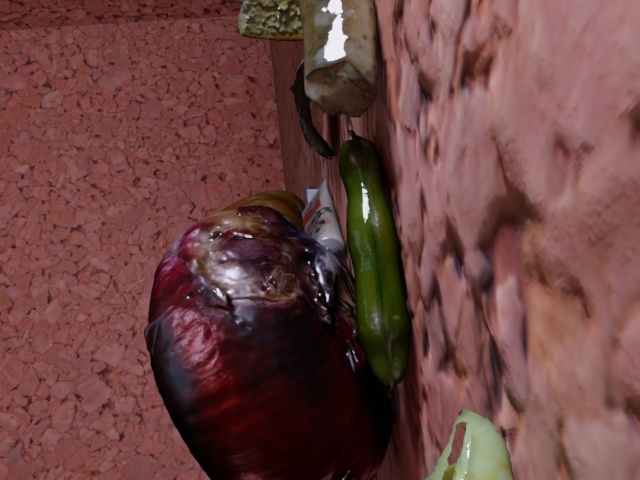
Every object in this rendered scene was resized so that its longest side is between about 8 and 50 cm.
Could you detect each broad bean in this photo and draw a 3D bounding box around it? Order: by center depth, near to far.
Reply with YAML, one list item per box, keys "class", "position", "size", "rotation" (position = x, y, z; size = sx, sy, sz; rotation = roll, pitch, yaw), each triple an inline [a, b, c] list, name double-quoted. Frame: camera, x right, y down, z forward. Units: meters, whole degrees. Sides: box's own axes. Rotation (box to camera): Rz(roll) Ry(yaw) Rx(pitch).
- class: "broad bean"
  position: [0.045, 0.003, 0.525]
  size: [0.065, 0.046, 0.255]
  rotation: [79, -176, -67]

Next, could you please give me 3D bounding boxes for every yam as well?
- class: "yam"
  position: [0.007, -0.254, 0.554]
  size: [0.067, 0.071, 0.318]
  rotation: [21, -125, -45]

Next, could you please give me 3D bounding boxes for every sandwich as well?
- class: "sandwich"
  position: [-0.072, -0.432, 0.966]
  size: [0.122, 0.128, 0.236]
  rotation: [101, 164, -45]

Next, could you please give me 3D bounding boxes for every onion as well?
- class: "onion"
  position: [-0.054, 0.120, 0.593]
  size: [0.314, 0.232, 0.314]
  rotation: [59, -172, -14]

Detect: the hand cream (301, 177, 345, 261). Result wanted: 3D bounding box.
- class: "hand cream"
  position: [0.002, -0.026, 0.958]
  size: [0.080, 0.050, 0.234]
  rotation: [-55, 21, 19]

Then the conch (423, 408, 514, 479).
- class: "conch"
  position: [0.043, 0.219, 0.252]
  size: [0.251, 0.137, 0.144]
  rotation: [-101, 7, -48]

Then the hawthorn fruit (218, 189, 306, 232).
- class: "hawthorn fruit"
  position: [-0.141, 0.044, 1.231]
  size: [0.268, 0.300, 0.268]
  rotation: [61, -170, -18]

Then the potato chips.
- class: "potato chips"
  position: [-0.007, -0.209, 0.853]
  size: [0.228, 0.059, 0.167]
  rotation: [90, -178, -46]

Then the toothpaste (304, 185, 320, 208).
- class: "toothpaste"
  position: [0.000, 0.000, 1.076]
  size: [0.047, 0.040, 0.197]
  rotation: [109, 155, -68]
